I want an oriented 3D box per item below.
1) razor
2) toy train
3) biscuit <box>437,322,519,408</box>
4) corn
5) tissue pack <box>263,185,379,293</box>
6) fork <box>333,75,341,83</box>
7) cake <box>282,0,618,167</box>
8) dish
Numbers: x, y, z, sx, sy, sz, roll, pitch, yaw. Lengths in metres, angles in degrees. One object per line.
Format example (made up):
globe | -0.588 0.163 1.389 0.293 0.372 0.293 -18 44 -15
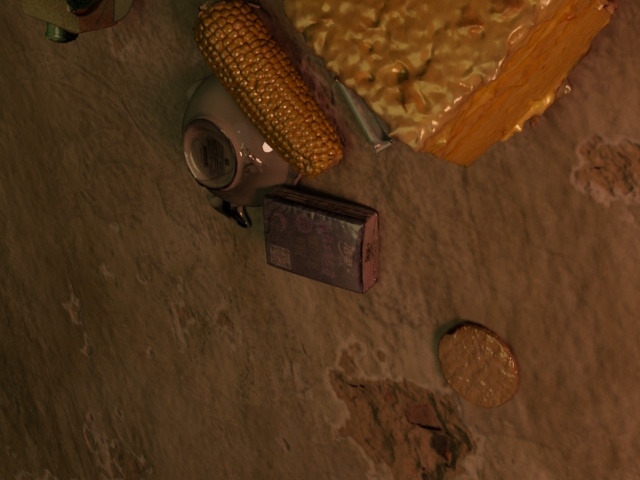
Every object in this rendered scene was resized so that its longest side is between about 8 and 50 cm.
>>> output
razor | 0.013 -0.232 1.312 0.111 0.056 0.278 -28 98 12
toy train | -0.324 -0.428 1.446 0.129 0.159 0.326 25 123 29
biscuit | 0.198 0.158 1.364 0.120 0.015 0.120 21 124 34
corn | -0.067 -0.194 1.374 0.091 0.091 0.260 -39 86 25
tissue pack | 0.000 0.000 1.430 0.156 0.051 0.112 17 125 27
fork | 0.033 -0.147 1.054 0.016 0.115 0.012 45 99 17
cake | 0.134 -0.220 1.062 0.222 0.286 0.227 -47 72 16
dish | -0.131 -0.117 1.483 0.224 0.078 0.246 33 131 25
